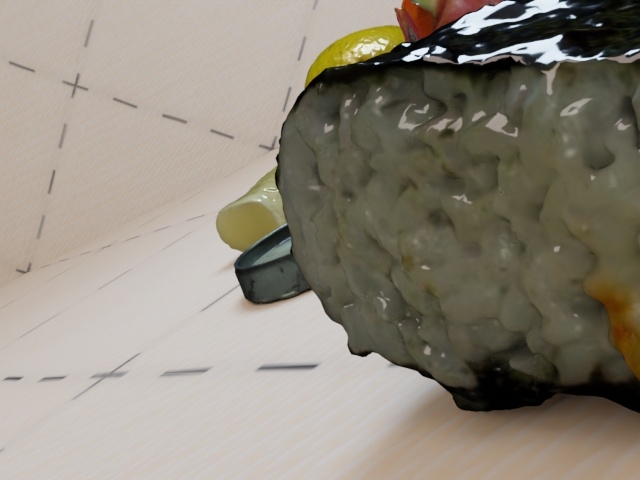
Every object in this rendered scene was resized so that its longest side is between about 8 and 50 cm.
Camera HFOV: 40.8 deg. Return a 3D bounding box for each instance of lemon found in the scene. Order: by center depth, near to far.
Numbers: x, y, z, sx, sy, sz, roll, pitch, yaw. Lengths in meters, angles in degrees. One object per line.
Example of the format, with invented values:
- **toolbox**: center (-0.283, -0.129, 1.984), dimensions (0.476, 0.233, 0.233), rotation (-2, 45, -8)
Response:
- **lemon**: center (0.100, -0.225, 1.364), dimensions (0.253, 0.228, 0.228), rotation (-10, 18, 28)

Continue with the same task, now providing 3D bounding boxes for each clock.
- **clock**: center (0.000, 0.000, 1.029), dimensions (0.226, 0.049, 0.226), rotation (-27, 10, 5)

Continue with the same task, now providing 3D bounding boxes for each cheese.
- **cheese**: center (-0.070, -0.054, 1.310), dimensions (0.123, 0.094, 0.167), rotation (-4, 23, 35)

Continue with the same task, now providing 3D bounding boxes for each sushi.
- **sushi**: center (0.133, -0.024, 0.446), dimensions (0.171, 0.211, 0.350), rotation (-30, 16, -37)

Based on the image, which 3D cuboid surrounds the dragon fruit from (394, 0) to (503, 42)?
- **dragon fruit**: center (0.209, -0.252, 1.111), dimensions (0.189, 0.291, 0.290), rotation (-32, 11, 4)
